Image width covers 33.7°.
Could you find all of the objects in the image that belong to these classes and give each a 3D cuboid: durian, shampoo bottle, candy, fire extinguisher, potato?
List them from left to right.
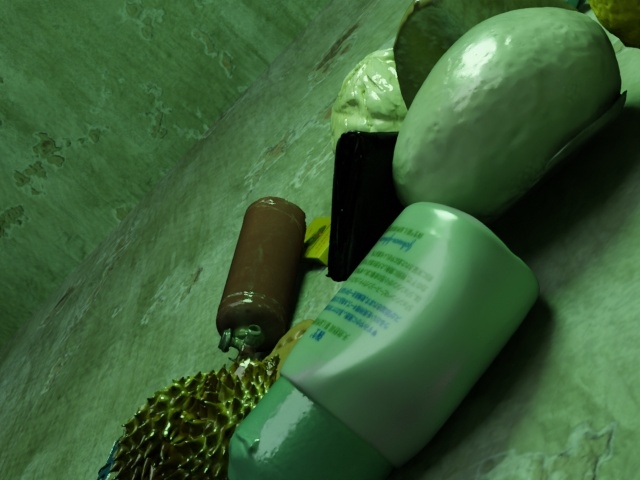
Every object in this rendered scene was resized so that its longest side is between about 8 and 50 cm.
[{"bbox_3d":[-0.139,0.237,1.251,0.252,0.144,0.139,-58,-22,10],"label":"durian"},{"bbox_3d":[-0.098,0.092,1.585,0.337,0.106,0.147,-78,6,-47],"label":"fire extinguisher"},{"bbox_3d":[0.049,0.135,1.032,0.349,0.151,0.222,-50,21,-9],"label":"shampoo bottle"},{"bbox_3d":[0.193,-0.262,1.385,0.189,0.264,0.211,-10,46,50],"label":"potato"},{"bbox_3d":[0.196,-0.138,1.163,0.295,0.185,0.295,-39,-3,-2],"label":"candy"}]

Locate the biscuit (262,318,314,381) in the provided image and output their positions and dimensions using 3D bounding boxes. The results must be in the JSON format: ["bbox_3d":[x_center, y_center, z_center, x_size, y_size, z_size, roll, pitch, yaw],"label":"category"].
[{"bbox_3d":[-0.065,0.227,1.289,0.275,0.052,0.355,-43,17,19],"label":"biscuit"}]

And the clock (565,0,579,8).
[{"bbox_3d":[0.289,-0.344,1.597,0.224,0.094,0.274,-52,16,-6],"label":"clock"}]

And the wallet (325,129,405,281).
[{"bbox_3d":[0.071,-0.045,1.231,0.318,0.045,0.173,-15,-70,-72],"label":"wallet"}]

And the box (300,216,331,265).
[{"bbox_3d":[0.000,0.000,1.684,0.087,0.023,0.155,-55,18,-12],"label":"box"}]

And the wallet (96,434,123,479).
[{"bbox_3d":[-0.288,0.354,1.551,0.141,0.059,0.202,-40,19,32],"label":"wallet"}]

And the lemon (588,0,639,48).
[{"bbox_3d":[0.369,-0.289,1.131,0.193,0.181,0.180,-39,9,-34],"label":"lemon"}]

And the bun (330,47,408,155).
[{"bbox_3d":[0.096,-0.224,1.740,0.229,0.145,0.229,-40,20,17],"label":"bun"}]
